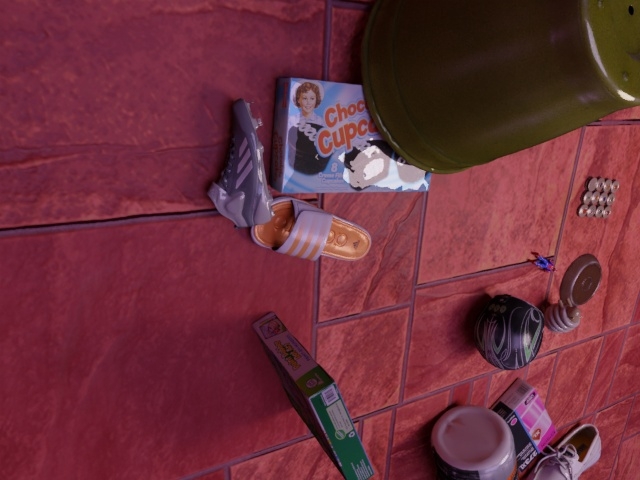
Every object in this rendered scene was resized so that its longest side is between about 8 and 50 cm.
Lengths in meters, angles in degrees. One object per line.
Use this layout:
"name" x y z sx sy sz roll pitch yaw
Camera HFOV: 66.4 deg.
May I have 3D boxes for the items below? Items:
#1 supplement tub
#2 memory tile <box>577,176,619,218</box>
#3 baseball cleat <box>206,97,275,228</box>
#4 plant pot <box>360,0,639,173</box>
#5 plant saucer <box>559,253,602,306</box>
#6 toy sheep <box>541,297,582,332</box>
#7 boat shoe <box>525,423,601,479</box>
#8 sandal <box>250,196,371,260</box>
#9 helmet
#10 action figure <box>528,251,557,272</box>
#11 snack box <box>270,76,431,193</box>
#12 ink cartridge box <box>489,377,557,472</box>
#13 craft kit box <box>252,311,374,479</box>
"supplement tub" 0.421 0.624 1.306 0.207 0.207 0.338 -29 121 -18
"memory tile" 0.761 -0.116 1.338 0.147 0.012 0.113 1 108 -30
"baseball cleat" -0.136 -0.116 0.783 0.109 0.072 0.206 -14 107 -9
"plant pot" 0.312 -0.296 0.752 0.366 0.353 0.367 -2 95 -30
"plant saucer" 0.763 0.122 1.420 0.168 0.029 0.169 -11 113 -27
"toy sheep" 0.660 0.212 1.351 0.091 0.132 0.091 8 65 -18
"boat shoe" 0.802 0.725 1.610 0.367 0.135 0.157 -26 120 -23
"sandal" 0.004 -0.010 0.900 0.265 0.076 0.102 12 102 -32
"helmet" 0.459 0.233 1.207 0.169 0.169 0.162 42 69 -34
"action figure" 0.598 0.064 1.304 0.115 0.030 0.038 22 91 -36
"snack box" 0.071 -0.183 0.882 0.321 0.060 0.187 -4 110 -29
"ink cartridge box" 0.623 0.589 1.500 0.175 0.069 0.371 -43 126 -9
"craft kit box" -0.018 0.286 0.899 0.060 0.246 0.250 -29 120 -15
